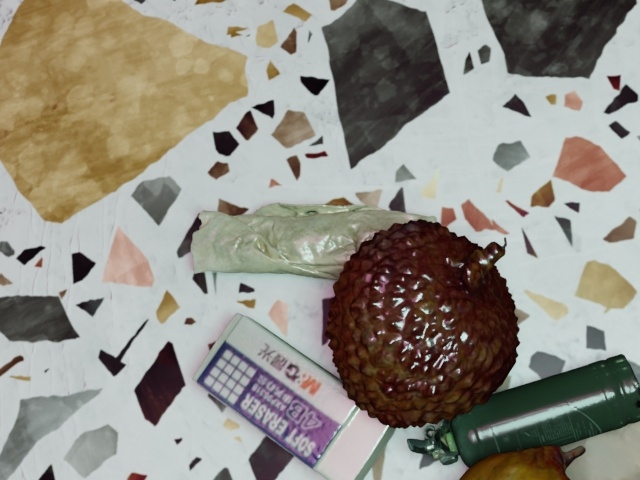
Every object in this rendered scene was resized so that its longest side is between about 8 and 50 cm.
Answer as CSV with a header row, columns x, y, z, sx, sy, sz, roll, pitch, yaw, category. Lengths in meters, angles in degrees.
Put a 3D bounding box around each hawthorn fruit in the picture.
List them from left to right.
x,y,z,sx,sy,sz,roll,pitch,yaw,category
0.258,0.361,1.195,0.208,0.208,0.248,27,82,17,hawthorn fruit

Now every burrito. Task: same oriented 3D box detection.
x,y,z,sx,sy,sz,roll,pitch,yaw,category
0.000,0.000,1.404,0.392,0.076,0.117,1,79,10,burrito

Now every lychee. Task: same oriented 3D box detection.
x,y,z,sx,sy,sz,roll,pitch,yaw,category
0.136,0.104,1.236,0.264,0.264,0.300,47,119,18,lychee

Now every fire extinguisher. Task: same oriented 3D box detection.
x,y,z,sx,sy,sz,roll,pitch,yaw,category
0.274,0.240,1.270,0.311,0.114,0.095,-20,62,8,fire extinguisher

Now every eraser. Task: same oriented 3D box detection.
x,y,z,sx,sy,sz,roll,pitch,yaw,category
-0.036,0.229,1.350,0.279,0.081,0.124,32,84,17,eraser
